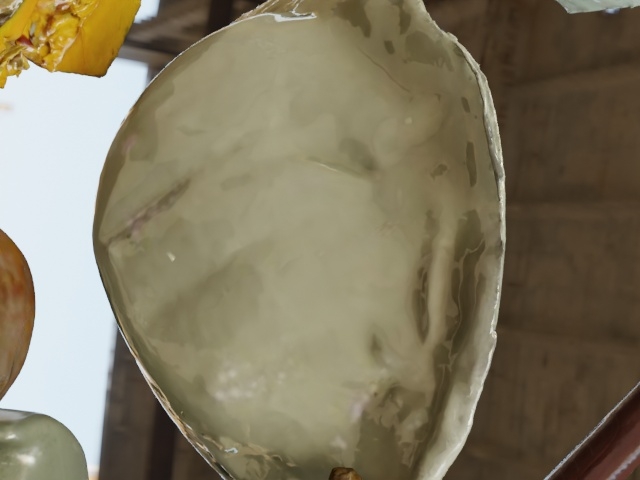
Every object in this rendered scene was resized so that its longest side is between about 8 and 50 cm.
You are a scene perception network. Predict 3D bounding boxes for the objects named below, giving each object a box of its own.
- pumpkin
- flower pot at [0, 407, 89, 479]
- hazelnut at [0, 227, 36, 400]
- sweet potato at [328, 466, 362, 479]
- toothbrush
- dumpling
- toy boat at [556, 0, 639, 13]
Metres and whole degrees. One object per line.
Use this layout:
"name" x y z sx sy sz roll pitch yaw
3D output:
"pumpkin" -0.227 -0.160 1.017 0.280 0.139 0.190 -60 169 -28
"flower pot" -0.257 0.304 0.971 0.165 0.254 0.367 4 -82 28
"hazelnut" -0.511 0.094 1.702 0.366 0.366 0.365 -172 -90 -66
"sweet potato" -0.061 0.293 0.880 0.359 0.112 0.112 -65 -155 2
"toothbrush" 0.118 0.230 1.038 0.364 0.041 0.041 -51 -145 20
"dumpling" 0.000 0.000 0.931 0.315 0.233 0.395 -38 -125 51
"toy boat" 0.285 -0.245 1.205 0.199 0.290 0.100 -114 -166 -80
